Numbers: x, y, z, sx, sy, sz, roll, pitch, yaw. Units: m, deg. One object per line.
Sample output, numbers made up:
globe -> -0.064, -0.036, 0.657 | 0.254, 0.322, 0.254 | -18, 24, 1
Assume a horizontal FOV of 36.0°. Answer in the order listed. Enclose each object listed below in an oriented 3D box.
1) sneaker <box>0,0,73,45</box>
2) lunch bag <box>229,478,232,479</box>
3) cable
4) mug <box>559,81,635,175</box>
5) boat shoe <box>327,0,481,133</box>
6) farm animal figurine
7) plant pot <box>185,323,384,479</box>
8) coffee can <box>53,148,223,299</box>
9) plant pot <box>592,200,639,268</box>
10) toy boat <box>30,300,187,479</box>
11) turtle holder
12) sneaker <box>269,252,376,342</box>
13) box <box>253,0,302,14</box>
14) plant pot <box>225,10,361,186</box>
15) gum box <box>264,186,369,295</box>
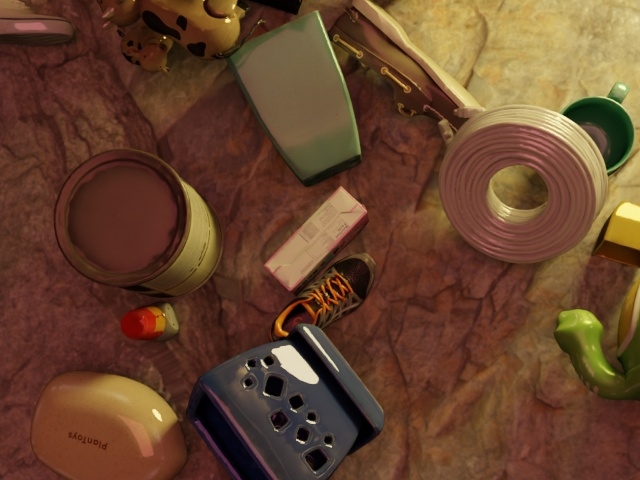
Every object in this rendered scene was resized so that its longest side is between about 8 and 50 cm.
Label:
sneaker -> -0.554, -0.394, 1.713 | 0.258, 0.094, 0.091 | 5, 88, 6
lunch bag -> -0.126, 0.429, 1.591 | 0.083, 0.053, 0.071 | 43, 89, -1
cable -> 0.313, -0.087, 1.540 | 0.257, 0.089, 0.257 | -3, 116, 25
mug -> 0.446, -0.165, 1.596 | 0.157, 0.097, 0.129 | -26, 81, 0
boat shoe -> 0.150, -0.265, 1.631 | 0.324, 0.116, 0.097 | 45, 107, 3
farm animal figurine -> -0.255, -0.362, 1.542 | 0.326, 0.330, 0.172 | 23, 67, 21
plant pot -> -0.049, 0.271, 1.505 | 0.212, 0.236, 0.236 | -33, 79, -23
coffee can -> -0.274, -0.016, 1.548 | 0.201, 0.275, 0.202 | -1, 82, 5
plant pot -> 0.494, -0.015, 1.585 | 0.081, 0.081, 0.083 | 17, 72, 7
toy boat -> -0.313, 0.252, 1.598 | 0.267, 0.148, 0.318 | 20, 92, 12
turtle holder -> 0.552, 0.148, 1.502 | 0.320, 0.243, 0.228 | -26, 60, 40
sneaker -> 0.006, 0.101, 1.607 | 0.215, 0.083, 0.084 | -43, 80, -3
box -> -0.102, -0.496, 1.598 | 0.165, 0.270, 0.143 | 19, 84, 7
plant pot -> -0.027, -0.218, 1.614 | 0.165, 0.166, 0.234 | -25, 84, 1
gum box -> 0.000, 0.000, 1.608 | 0.062, 0.107, 0.188 | 44, 88, 9
